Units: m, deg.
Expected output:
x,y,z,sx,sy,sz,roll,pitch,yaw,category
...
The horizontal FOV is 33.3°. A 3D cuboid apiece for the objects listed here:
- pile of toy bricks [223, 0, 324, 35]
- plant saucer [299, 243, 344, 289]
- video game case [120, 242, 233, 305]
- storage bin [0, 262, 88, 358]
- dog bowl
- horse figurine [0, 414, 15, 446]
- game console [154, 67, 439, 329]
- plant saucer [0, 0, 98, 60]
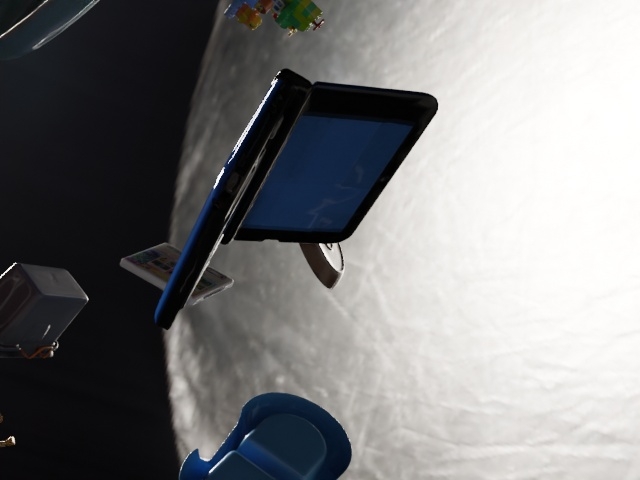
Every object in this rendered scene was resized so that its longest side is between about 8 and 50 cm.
x,y,z,sx,sy,sz,roll,pitch,yaw,category
-0.039,-0.307,1.367,0.118,0.105,0.212,-50,8,-25,pile of toy bricks
0.000,0.000,1.811,0.029,0.168,0.168,-23,30,14,plant saucer
-0.255,0.058,1.911,0.143,0.157,0.019,-26,-40,-62,video game case
-0.343,0.083,1.279,0.091,0.098,0.135,-45,-19,12,storage bin
-0.077,0.316,1.416,0.297,0.166,0.074,-38,-24,-54,dog bowl
-0.548,0.276,1.524,0.263,0.174,0.066,63,-161,-77,horse figurine
-0.029,-0.028,1.160,0.293,0.173,0.250,-58,6,50,game console
-0.266,-0.304,1.177,0.317,0.044,0.318,-32,29,21,plant saucer
